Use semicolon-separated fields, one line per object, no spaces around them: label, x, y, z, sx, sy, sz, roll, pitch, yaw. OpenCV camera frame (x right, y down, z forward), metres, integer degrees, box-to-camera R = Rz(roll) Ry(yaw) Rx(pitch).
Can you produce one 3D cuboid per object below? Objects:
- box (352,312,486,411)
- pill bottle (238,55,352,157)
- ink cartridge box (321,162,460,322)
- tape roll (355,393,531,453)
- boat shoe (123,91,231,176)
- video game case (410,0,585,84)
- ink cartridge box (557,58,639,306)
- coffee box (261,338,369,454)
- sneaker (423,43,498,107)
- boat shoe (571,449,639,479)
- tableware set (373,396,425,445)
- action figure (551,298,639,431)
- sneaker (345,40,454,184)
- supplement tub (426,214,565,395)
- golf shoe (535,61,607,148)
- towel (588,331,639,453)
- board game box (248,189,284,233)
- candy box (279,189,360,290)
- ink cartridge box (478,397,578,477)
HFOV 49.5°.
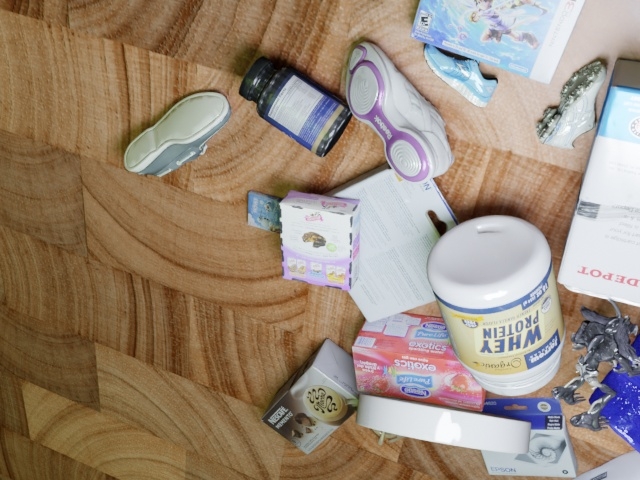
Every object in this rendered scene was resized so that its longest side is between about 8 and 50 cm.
box;0.241;0.273;1.619;0.300;0.154;0.142;4;123;21
pill bottle;-0.052;-0.278;1.420;0.219;0.123;0.123;34;128;2
ink cartridge box;0.163;0.000;1.533;0.330;0.071;0.324;-24;108;30
tape roll;0.272;0.408;1.559;0.392;0.392;0.072;4;79;22
boat shoe;-0.315;-0.238;1.604;0.319;0.116;0.099;-26;150;28
video game case;0.316;-0.430;1.194;0.269;0.061;0.244;22;126;11
ink cartridge box;0.606;-0.084;1.213;0.285;0.166;0.395;14;125;17
coffee box;-0.009;0.419;1.844;0.168;0.119;0.297;37;128;-3
sneaker;0.262;-0.323;1.298;0.162;0.063;0.073;35;113;-7
boat shoe;0.713;0.586;1.630;0.102;0.108;0.301;41;130;-4
tableware set;0.206;0.476;1.833;0.128;0.039;0.194;47;127;-9
action figure;0.550;0.227;1.333;0.164;0.141;0.276;51;140;44
sneaker;0.154;-0.250;1.357;0.114;0.152;0.305;-35;79;44
supplement tub;0.351;0.133;1.358;0.228;0.228;0.316;-4;132;27
golf shoe;0.471;-0.240;1.254;0.086;0.069;0.176;20;133;-12
towel;0.683;0.281;1.328;0.227;0.076;0.308;41;118;29
board game box;-0.129;-0.067;1.653;0.090;0.020;0.090;16;126;16
candy box;0.000;0.000;1.515;0.165;0.070;0.196;11;124;16
ink cartridge box;0.496;0.486;1.702;0.223;0.045;0.224;-9;115;29
